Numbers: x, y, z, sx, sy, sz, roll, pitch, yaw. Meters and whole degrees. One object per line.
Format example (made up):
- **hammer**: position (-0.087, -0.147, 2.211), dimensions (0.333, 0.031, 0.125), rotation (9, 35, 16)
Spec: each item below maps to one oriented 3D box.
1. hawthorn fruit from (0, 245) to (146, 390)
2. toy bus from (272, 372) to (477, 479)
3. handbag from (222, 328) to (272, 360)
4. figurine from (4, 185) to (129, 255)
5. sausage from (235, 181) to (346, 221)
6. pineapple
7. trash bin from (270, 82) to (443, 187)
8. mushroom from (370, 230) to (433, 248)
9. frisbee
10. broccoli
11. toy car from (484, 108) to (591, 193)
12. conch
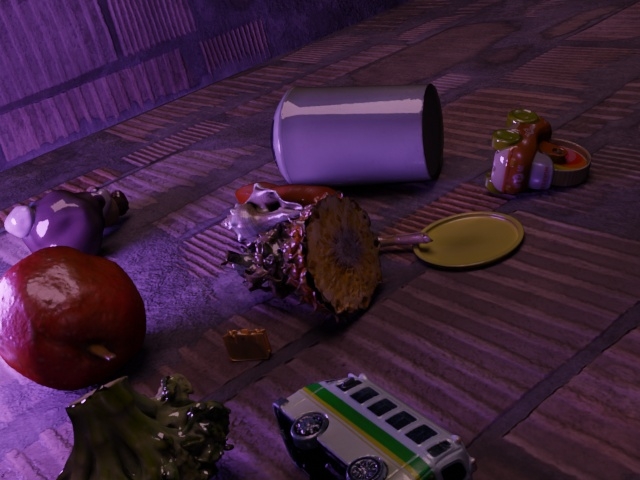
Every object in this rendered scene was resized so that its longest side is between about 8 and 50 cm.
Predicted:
- **hawthorn fruit**: position (-0.464, 0.159, 1.451), dimensions (0.287, 0.287, 0.330), rotation (-31, 36, -29)
- **toy bus**: position (0.069, 0.291, 1.046), dimensions (0.164, 0.134, 0.276), rotation (-29, 31, -24)
- **handbag**: position (-0.135, 0.192, 1.425), dimensions (0.083, 0.061, 0.027), rotation (-6, 26, 19)
- **figurine**: position (-0.645, -0.073, 2.049), dimensions (0.218, 0.206, 0.365), rotation (-9, 27, 13)
- **sausage**: position (-0.081, -0.095, 1.929), dimensions (0.348, 0.094, 0.097), rotation (8, 18, 41)
- **pineapple**: position (-0.056, 0.049, 1.526), dimensions (0.271, 0.263, 0.262), rotation (-11, 23, 38)
- **trash bin**: position (0.084, -0.269, 1.989), dimensions (0.431, 0.281, 0.280), rotation (0, 30, 21)
- **mushroom**: position (0.153, -0.003, 1.645), dimensions (0.187, 0.061, 0.060), rotation (-8, 14, 27)
- **frisbee**: position (0.311, -0.001, 1.621), dimensions (0.235, 0.017, 0.236), rotation (-12, 27, 6)
- **broccoli**: position (-0.282, 0.297, 1.093), dimensions (0.247, 0.246, 0.288), rotation (-8, 20, 35)
- **toy car**: position (0.510, -0.188, 1.774), dimensions (0.235, 0.145, 0.235), rotation (0, 37, 0)
- **conch**: position (-0.141, -0.064, 1.849), dimensions (0.233, 0.137, 0.114), rotation (-24, -20, 15)
